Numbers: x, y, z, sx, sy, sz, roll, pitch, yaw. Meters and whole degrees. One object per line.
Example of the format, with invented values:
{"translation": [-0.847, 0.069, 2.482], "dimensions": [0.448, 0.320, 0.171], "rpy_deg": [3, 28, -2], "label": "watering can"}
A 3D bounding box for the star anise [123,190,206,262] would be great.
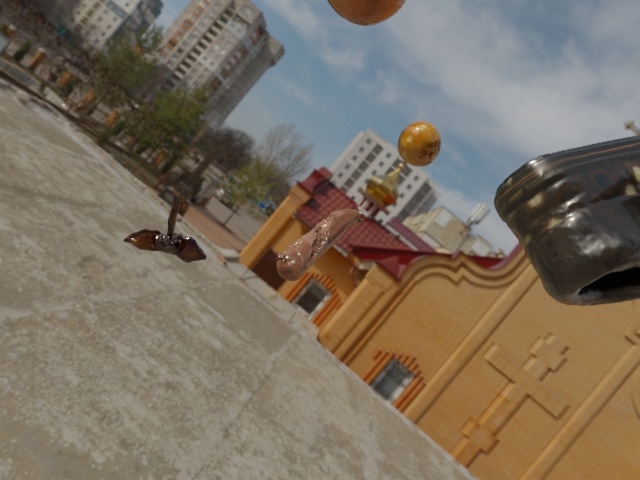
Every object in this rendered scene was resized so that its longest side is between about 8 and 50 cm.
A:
{"translation": [-0.319, -0.031, 1.027], "dimensions": [0.158, 0.144, 0.141], "rpy_deg": [12, -4, -44], "label": "star anise"}

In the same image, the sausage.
{"translation": [0.000, 0.000, 0.598], "dimensions": [0.042, 0.158, 0.036], "rpy_deg": [37, -45, 14], "label": "sausage"}

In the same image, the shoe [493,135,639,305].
{"translation": [0.479, -0.028, 0.757], "dimensions": [0.237, 0.384, 0.171], "rpy_deg": [70, -27, 22], "label": "shoe"}

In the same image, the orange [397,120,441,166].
{"translation": [0.180, -0.175, 0.865], "dimensions": [0.083, 0.083, 0.070], "rpy_deg": [40, 6, -41], "label": "orange"}

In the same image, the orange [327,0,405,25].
{"translation": [0.099, -0.549, 0.962], "dimensions": [0.224, 0.170, 0.224], "rpy_deg": [49, -19, 23], "label": "orange"}
